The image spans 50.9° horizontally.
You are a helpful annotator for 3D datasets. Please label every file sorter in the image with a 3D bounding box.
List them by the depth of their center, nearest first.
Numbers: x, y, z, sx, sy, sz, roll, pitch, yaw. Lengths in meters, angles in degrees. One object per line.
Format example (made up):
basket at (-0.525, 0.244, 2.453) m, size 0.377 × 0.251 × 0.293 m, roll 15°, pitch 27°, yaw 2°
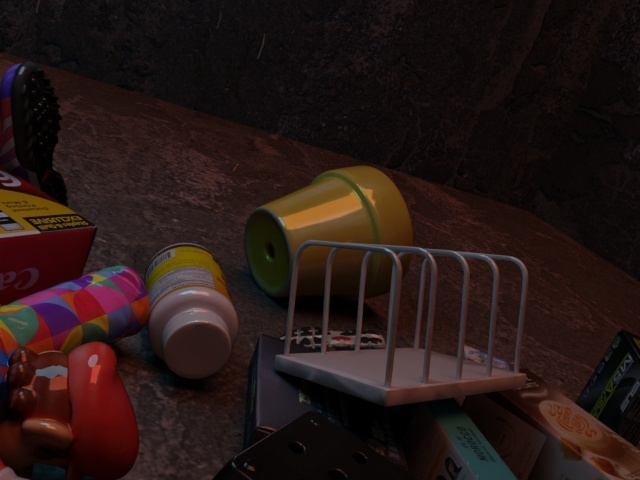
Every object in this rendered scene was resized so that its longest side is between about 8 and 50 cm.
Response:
file sorter at (0.113, 0.095, 0.866) m, size 0.277 × 0.173 × 0.192 m, roll 5°, pitch 0°, yaw -42°

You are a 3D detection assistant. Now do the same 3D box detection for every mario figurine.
mario figurine at (-0.311, 0.153, 0.562) m, size 0.320 × 0.170 × 0.198 m, roll 24°, pitch 51°, yaw -24°

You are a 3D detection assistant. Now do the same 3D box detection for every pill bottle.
pill bottle at (-0.177, 0.094, 0.915) m, size 0.117 × 0.117 × 0.215 m, roll 14°, pitch 18°, yaw -21°

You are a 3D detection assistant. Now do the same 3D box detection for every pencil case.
pencil case at (-0.302, 0.096, 0.766) m, size 0.104 × 0.105 × 0.236 m, roll 27°, pitch 20°, yaw 19°

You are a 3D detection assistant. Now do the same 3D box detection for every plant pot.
plant pot at (-0.014, 0.252, 0.535) m, size 0.187 × 0.167 × 0.188 m, roll 29°, pitch 18°, yaw 24°
plant pot at (0.000, 0.000, 1.241) m, size 0.238 × 0.254 × 0.254 m, roll -12°, pitch 33°, yaw -33°

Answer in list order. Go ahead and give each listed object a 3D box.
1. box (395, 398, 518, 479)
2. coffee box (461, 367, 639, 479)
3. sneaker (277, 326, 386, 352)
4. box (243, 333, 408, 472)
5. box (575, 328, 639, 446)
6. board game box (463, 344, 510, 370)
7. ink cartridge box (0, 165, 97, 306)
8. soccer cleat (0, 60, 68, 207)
box at (0.160, 0.279, 0.771) m, size 0.060 × 0.101 × 0.244 m, roll 15°, pitch 18°, yaw -23°
coffee box at (0.326, 0.290, 0.934) m, size 0.141 × 0.098 × 0.246 m, roll 5°, pitch 23°, yaw -43°
sneaker at (0.013, 0.172, 1.001) m, size 0.169 × 0.071 × 0.068 m, roll 4°, pitch 15°, yaw -1°
box at (-0.001, 0.215, 0.849) m, size 0.183 × 0.059 × 0.233 m, roll 17°, pitch 16°, yaw -9°
box at (0.457, 0.254, 1.046) m, size 0.045 × 0.191 × 0.184 m, roll 25°, pitch 18°, yaw 7°
board game box at (0.303, 0.230, 1.230) m, size 0.090 × 0.020 × 0.090 m, roll 20°, pitch 16°, yaw -2°
ink cartridge box at (-0.440, 0.021, 0.808) m, size 0.271 × 0.130 × 0.309 m, roll 29°, pitch 18°, yaw 21°
soccer cleat at (-0.459, -0.135, 1.012) m, size 0.116 × 0.318 × 0.109 m, roll 17°, pitch 49°, yaw -1°
